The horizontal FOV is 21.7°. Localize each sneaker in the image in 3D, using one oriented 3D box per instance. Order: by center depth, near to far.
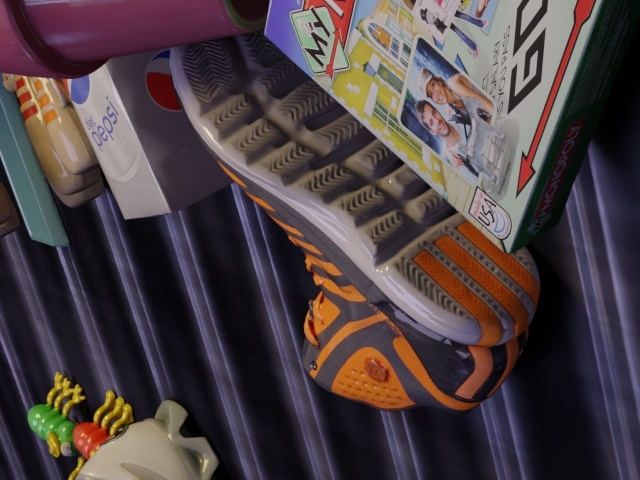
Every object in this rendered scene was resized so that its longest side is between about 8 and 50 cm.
[{"bbox_3d":[0.000,0.000,1.130,0.321,0.124,0.180,48,148,23],"label":"sneaker"},{"bbox_3d":[-0.119,0.329,1.604,0.330,0.146,0.122,55,150,9],"label":"sneaker"}]

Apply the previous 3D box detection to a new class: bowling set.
[{"bbox_3d":[-0.293,-0.083,1.402,0.154,0.200,0.287,63,167,2],"label":"bowling set"}]

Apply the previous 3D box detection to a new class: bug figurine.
[{"bbox_3d":[-0.245,0.279,1.838,0.216,0.072,0.279,30,139,45],"label":"bug figurine"}]

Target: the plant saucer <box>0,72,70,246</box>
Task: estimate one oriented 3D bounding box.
[{"bbox_3d":[-0.301,-0.081,1.663,0.067,0.018,0.192,14,126,53],"label":"plant saucer"}]

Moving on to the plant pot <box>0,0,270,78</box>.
[{"bbox_3d":[-0.123,-0.202,1.070,0.180,0.201,0.201,5,125,21],"label":"plant pot"}]

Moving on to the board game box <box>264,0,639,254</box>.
[{"bbox_3d":[0.074,-0.168,0.852,0.213,0.046,0.317,43,145,25],"label":"board game box"}]

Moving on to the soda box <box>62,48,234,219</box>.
[{"bbox_3d":[-0.150,-0.163,1.258,0.091,0.098,0.286,-4,112,60],"label":"soda box"}]
